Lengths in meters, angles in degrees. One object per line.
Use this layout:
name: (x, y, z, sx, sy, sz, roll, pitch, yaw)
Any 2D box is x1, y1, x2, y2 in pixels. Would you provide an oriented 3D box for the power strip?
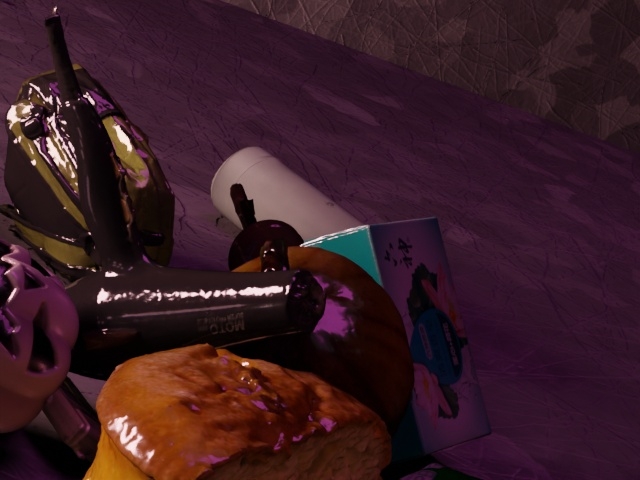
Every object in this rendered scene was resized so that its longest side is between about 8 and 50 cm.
power strip: (-0.226, 0.158, 1.692, 0.076, 0.028, 0.169, 45, -1, -42)

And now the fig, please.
fig: (-0.028, 0.119, 1.770, 0.235, 0.235, 0.214, 25, -3, 6)

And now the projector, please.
projector: (0.000, 0.000, 2.342, 0.108, 0.108, 0.337, 3, 27, -47)

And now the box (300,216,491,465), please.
box: (0.080, 0.104, 1.928, 0.092, 0.245, 0.153, -16, -4, 32)

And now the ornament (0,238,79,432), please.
ornament: (-0.294, 0.089, 1.620, 0.177, 0.177, 0.177, 21, 18, -7)

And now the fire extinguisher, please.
fire extinguisher: (-0.041, 0.052, 2.102, 0.105, 0.141, 0.341, -15, 34, -13)

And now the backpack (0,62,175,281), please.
backpack: (-0.260, -0.058, 2.045, 0.140, 0.207, 0.253, -19, 50, -32)

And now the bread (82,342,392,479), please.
bread: (-0.095, 0.193, 1.548, 0.179, 0.194, 0.340, 25, 15, 26)

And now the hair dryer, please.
hair dryer: (-0.167, -0.043, 1.657, 0.303, 0.359, 0.120, -11, 10, 38)

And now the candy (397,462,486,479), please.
candy: (0.141, 0.264, 1.808, 0.141, 0.078, 0.203, 29, 13, 16)
